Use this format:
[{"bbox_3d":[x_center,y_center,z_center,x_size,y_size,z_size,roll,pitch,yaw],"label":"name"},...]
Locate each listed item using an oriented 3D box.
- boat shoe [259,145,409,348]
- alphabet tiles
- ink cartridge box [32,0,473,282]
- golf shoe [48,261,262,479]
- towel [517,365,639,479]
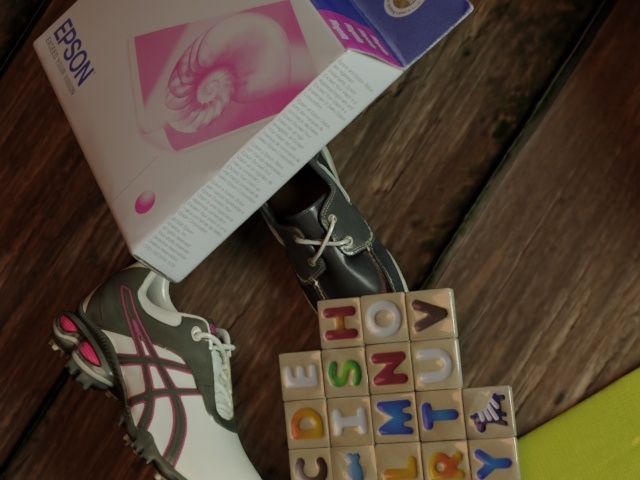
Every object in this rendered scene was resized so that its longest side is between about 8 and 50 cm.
[{"bbox_3d":[0.000,0.000,1.308,0.084,0.079,0.233,-33,67,12],"label":"boat shoe"},{"bbox_3d":[0.061,0.160,1.242,0.198,0.009,0.237,-7,87,27],"label":"alphabet tiles"},{"bbox_3d":[-0.075,-0.179,1.336,0.330,0.071,0.324,-43,44,11],"label":"ink cartridge box"},{"bbox_3d":[-0.114,0.127,1.317,0.120,0.105,0.273,-44,64,1],"label":"golf shoe"},{"bbox_3d":[0.244,0.151,1.192,0.237,0.021,0.102,-33,61,15],"label":"towel"}]
